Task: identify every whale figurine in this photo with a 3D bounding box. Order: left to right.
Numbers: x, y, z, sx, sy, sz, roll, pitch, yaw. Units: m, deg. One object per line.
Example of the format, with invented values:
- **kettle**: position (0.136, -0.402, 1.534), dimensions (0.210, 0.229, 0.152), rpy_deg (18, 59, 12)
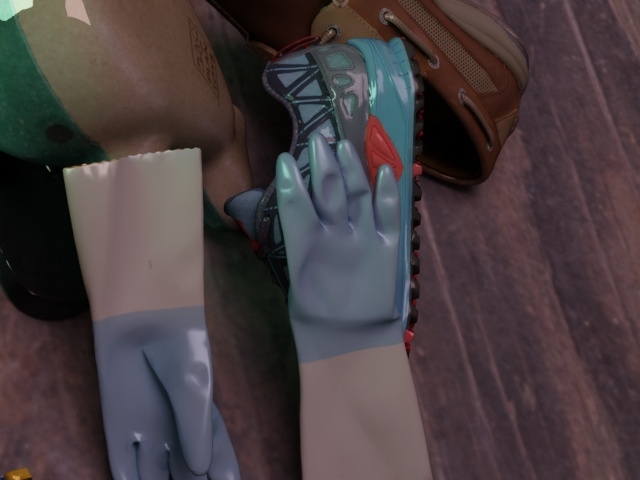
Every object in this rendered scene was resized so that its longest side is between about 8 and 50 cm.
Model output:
- **whale figurine**: position (-0.140, -0.098, 1.131), dimensions (0.272, 0.141, 0.216), rpy_deg (47, 27, -52)

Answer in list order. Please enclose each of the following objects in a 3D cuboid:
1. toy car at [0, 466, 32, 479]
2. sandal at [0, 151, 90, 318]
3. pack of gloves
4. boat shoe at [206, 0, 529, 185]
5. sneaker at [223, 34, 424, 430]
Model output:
- **toy car**: position (-0.225, 0.119, 1.027), dimensions (0.122, 0.040, 0.060), rpy_deg (1, 58, -23)
- **sandal**: position (-0.212, -0.067, 1.149), dimensions (0.097, 0.054, 0.254), rpy_deg (-31, 74, -36)
- **pack of gloves**: position (-0.036, 0.058, 1.051), dimensions (0.195, 0.046, 0.232), rpy_deg (-9, 102, -9)
- **boat shoe**: position (0.022, -0.137, 1.222), dimensions (0.324, 0.123, 0.116), rpy_deg (26, 60, -32)
- **sneaker**: position (0.000, 0.000, 1.151), dimensions (0.125, 0.104, 0.262), rpy_deg (2, 84, 0)
